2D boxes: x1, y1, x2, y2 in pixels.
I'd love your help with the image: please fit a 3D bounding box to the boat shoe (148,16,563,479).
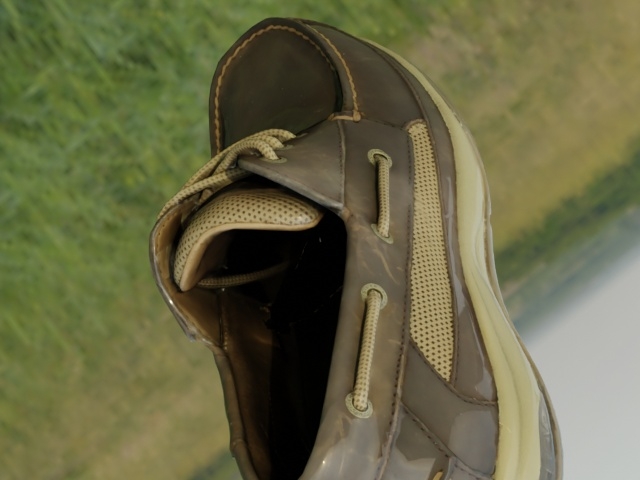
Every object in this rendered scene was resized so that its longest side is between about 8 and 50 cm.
[{"bbox_3d":[0.000,0.000,0.829,0.130,0.355,0.132,27,116,-35],"label":"boat shoe"}]
